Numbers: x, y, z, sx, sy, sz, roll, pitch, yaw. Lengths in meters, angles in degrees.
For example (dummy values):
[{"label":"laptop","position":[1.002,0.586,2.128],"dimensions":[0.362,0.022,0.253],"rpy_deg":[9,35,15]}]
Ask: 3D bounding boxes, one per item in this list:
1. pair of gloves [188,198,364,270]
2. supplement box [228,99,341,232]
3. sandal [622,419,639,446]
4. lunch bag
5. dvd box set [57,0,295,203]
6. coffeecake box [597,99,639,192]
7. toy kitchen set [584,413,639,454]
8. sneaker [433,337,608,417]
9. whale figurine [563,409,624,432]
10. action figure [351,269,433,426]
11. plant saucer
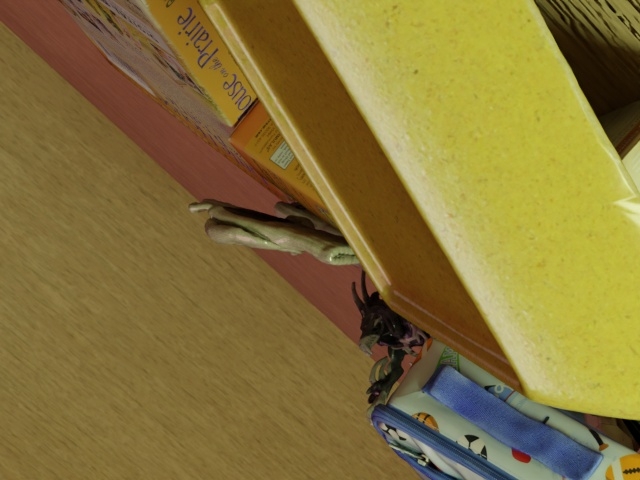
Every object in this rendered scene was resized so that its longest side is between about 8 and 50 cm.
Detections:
[{"label":"pair of gloves","position":[0.000,0.000,1.438],"dimensions":[0.204,0.042,0.240],"rpy_deg":[17,-171,33]},{"label":"supplement box","position":[0.025,-0.052,1.301],"dimensions":[0.233,0.080,0.078],"rpy_deg":[34,172,36]},{"label":"sandal","position":[0.339,0.196,1.174],"dimensions":[0.303,0.086,0.120],"rpy_deg":[55,176,18]},{"label":"lunch bag","position":[0.182,0.205,1.171],"dimensions":[0.303,0.115,0.243],"rpy_deg":[26,163,42]},{"label":"dvd box set","position":[-0.175,-0.217,1.392],"dimensions":[0.307,0.062,0.420],"rpy_deg":[39,173,28]},{"label":"coffeecake box","position":[0.190,-0.001,0.745],"dimensions":[0.142,0.068,0.185],"rpy_deg":[43,173,-4]},{"label":"toy kitchen set","position":[0.317,0.184,1.433],"dimensions":[0.083,0.075,0.068],"rpy_deg":[10,137,-12]},{"label":"sneaker","position":[0.144,0.048,1.187],"dimensions":[0.153,0.099,0.282],"rpy_deg":[42,169,-25]},{"label":"whale figurine","position":[0.274,0.261,1.593],"dimensions":[0.216,0.141,0.272],"rpy_deg":[16,151,23]},{"label":"action figure","position":[0.128,0.156,1.741],"dimensions":[0.275,0.141,0.164],"rpy_deg":[38,142,5]},{"label":"plant saucer","position":[0.044,-0.055,0.758],"dimensions":[0.333,0.081,0.333],"rpy_deg":[57,172,-16]}]
